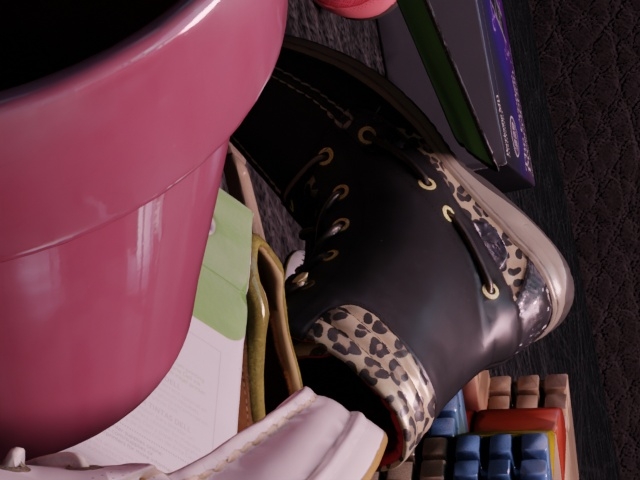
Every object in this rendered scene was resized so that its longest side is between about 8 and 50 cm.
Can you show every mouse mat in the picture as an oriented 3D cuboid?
[{"bbox_3d":[0.055,-0.113,0.993,0.189,0.007,0.152,-97,163,-82],"label":"mouse mat"}]

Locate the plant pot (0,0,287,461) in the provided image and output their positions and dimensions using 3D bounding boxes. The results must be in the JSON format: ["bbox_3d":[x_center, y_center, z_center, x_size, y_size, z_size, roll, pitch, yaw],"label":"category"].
[{"bbox_3d":[-0.109,-0.036,0.552,0.180,0.201,0.201,88,2,-47],"label":"plant pot"}]

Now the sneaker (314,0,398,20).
[{"bbox_3d":[-0.037,-0.272,1.229,0.313,0.116,0.136,65,28,-22],"label":"sneaker"}]

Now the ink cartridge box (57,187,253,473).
[{"bbox_3d":[-0.089,0.047,0.705,0.109,0.062,0.209,34,36,-26],"label":"ink cartridge box"}]

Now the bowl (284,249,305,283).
[{"bbox_3d":[0.037,0.082,1.244,0.170,0.080,0.170,-12,90,-76],"label":"bowl"}]

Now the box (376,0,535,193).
[{"bbox_3d":[0.123,-0.177,1.769,0.184,0.103,0.261,13,66,-72],"label":"box"}]

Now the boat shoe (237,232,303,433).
[{"bbox_3d":[-0.032,0.136,0.862,0.110,0.104,0.307,-79,155,-58],"label":"boat shoe"}]

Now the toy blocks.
[{"bbox_3d":[0.086,0.185,1.042,0.381,0.191,0.261,-79,162,-49],"label":"toy blocks"}]

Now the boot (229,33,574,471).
[{"bbox_3d":[0.001,0.000,0.955,0.236,0.085,0.178,40,41,9],"label":"boot"}]

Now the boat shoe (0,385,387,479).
[{"bbox_3d":[-0.085,0.099,0.524,0.096,0.098,0.277,47,42,9],"label":"boat shoe"}]

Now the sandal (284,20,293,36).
[{"bbox_3d":[-0.040,-0.170,1.187,0.097,0.054,0.254,-87,160,-45],"label":"sandal"}]

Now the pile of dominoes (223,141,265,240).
[{"bbox_3d":[-0.086,-0.058,1.000,0.196,0.040,0.251,46,27,-65],"label":"pile of dominoes"}]
